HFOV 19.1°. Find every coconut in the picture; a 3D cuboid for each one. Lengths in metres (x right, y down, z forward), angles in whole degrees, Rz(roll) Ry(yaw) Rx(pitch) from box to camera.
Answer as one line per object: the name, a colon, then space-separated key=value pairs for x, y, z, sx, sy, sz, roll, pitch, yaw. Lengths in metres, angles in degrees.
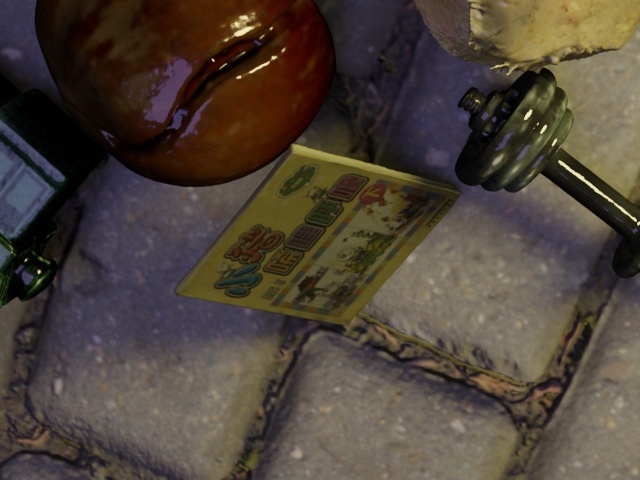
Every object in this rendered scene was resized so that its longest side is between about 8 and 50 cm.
coconut: x=0.150 y=-0.217 z=1.386 sx=0.194 sy=0.194 sz=0.194 roll=6 pitch=113 yaw=14

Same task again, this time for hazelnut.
hazelnut: x=-0.107 y=-0.145 z=1.470 sx=0.234 sy=0.218 sz=0.218 roll=48 pitch=121 yaw=28

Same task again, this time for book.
book: x=0.000 y=0.000 z=1.530 sx=0.168 sy=0.192 sz=0.013 roll=-50 pitch=50 yaw=28

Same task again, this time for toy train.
toy train: x=-0.332 y=-0.094 z=1.605 sx=0.330 sy=0.138 sz=0.178 roll=43 pitch=107 yaw=-1

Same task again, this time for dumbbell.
dumbbell: x=0.213 y=-0.038 z=1.484 sx=0.254 sy=0.110 sz=0.110 roll=36 pitch=117 yaw=-7
